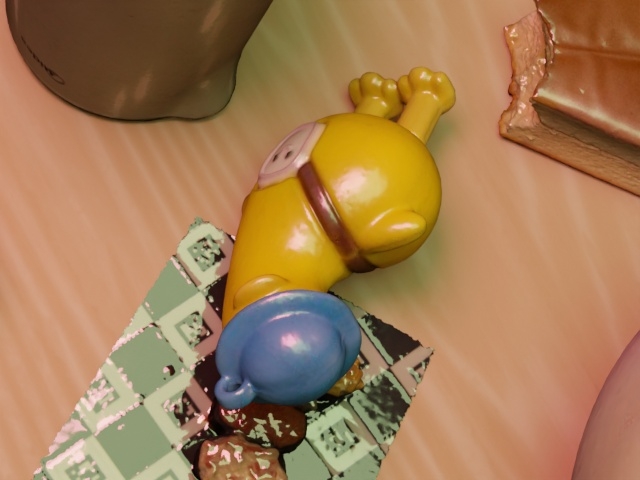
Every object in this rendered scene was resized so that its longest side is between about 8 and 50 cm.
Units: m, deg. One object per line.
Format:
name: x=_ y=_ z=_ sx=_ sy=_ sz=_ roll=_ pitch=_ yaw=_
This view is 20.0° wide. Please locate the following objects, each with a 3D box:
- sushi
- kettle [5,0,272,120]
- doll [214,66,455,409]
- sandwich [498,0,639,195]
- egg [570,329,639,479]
sushi: x=-0.064 y=0.151 z=1.529 sx=0.264 sy=0.050 sz=0.290 roll=30 pitch=72 yaw=-2
kettle: x=-0.172 y=-0.293 z=1.457 sx=0.361 sy=0.376 sz=0.250 roll=46 pitch=71 yaw=3
doll: x=0.000 y=0.000 z=1.523 sx=0.145 sy=0.199 sz=0.363 roll=56 pitch=48 yaw=-33
sandwich: x=0.262 y=-0.119 z=1.640 sx=0.186 sy=0.108 sz=0.220 roll=-13 pitch=79 yaw=-15
egg: x=0.403 y=0.145 z=1.436 sx=0.355 sy=0.354 sz=0.339 roll=25 pitch=90 yaw=-4
